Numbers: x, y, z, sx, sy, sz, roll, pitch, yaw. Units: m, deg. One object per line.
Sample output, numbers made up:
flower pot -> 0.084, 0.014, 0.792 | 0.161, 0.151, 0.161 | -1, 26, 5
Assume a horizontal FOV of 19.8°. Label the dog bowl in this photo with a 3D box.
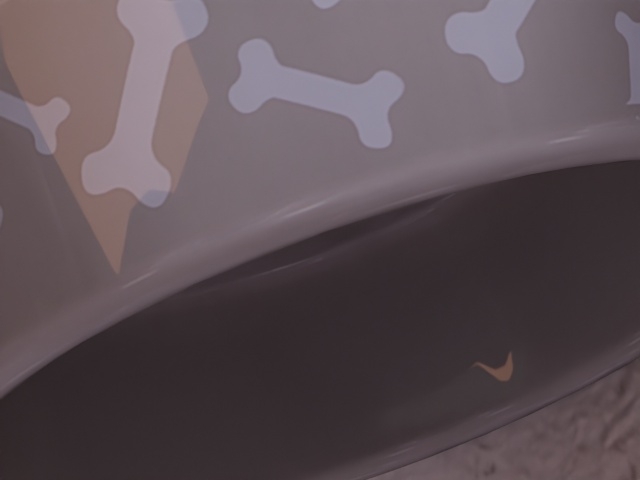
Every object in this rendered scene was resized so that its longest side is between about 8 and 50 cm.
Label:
dog bowl -> 0.000, 0.000, 0.607 | 0.349, 0.349, 0.102 | -33, 66, 33
